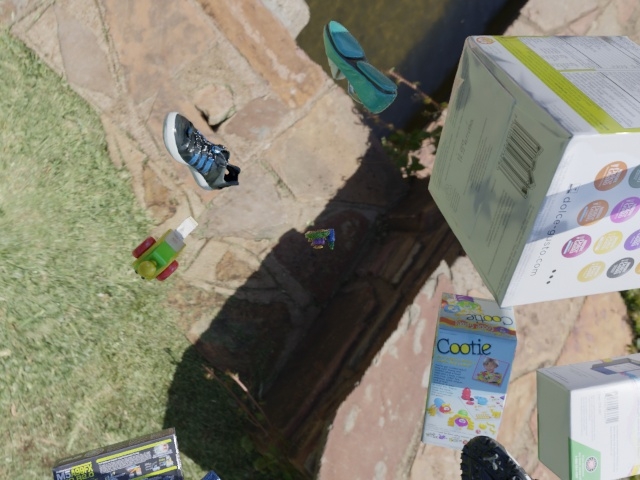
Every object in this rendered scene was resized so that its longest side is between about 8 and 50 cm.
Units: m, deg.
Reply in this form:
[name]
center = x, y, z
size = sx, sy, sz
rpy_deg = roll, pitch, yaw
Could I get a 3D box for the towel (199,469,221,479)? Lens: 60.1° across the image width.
[towel]
center = -0.305, 0.662, 1.436
size = 0.119, 0.029, 0.067
rpy_deg = -42, 99, -35

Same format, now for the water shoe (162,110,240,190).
[water shoe]
center = -0.195, -0.154, 0.938
size = 0.203, 0.080, 0.072
rpy_deg = 60, 29, -66

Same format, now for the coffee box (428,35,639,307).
[coffee box]
center = 0.434, -0.134, 0.977
size = 0.335, 0.338, 0.337
rpy_deg = -5, 132, -13

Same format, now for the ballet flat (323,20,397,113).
[ballet flat]
center = 0.067, -0.363, 1.183
size = 0.083, 0.087, 0.247
rpy_deg = -13, 59, -40

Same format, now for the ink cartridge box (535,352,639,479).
[ink cartridge box]
center = 0.447, 0.267, 0.843
size = 0.213, 0.093, 0.154
rpy_deg = -6, 97, -10

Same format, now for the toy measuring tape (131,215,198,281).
[toy measuring tape]
center = -0.421, 0.026, 1.482
size = 0.122, 0.330, 0.121
rpy_deg = 2, 111, 4

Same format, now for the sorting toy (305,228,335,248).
[sorting toy]
center = 0.000, 0.000, 1.160
size = 0.061, 0.102, 0.042
rpy_deg = -7, 94, -1

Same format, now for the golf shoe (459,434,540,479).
[golf shoe]
center = 0.230, 0.299, 0.628
size = 0.198, 0.077, 0.094
rpy_deg = 57, 28, 4

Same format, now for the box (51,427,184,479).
[box]
center = -0.451, 0.578, 1.276
size = 0.270, 0.060, 0.216
rpy_deg = -12, 91, -16

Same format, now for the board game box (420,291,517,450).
[board game box]
center = 0.291, 0.263, 1.101
size = 0.142, 0.145, 0.275
rpy_deg = -58, 154, -62
